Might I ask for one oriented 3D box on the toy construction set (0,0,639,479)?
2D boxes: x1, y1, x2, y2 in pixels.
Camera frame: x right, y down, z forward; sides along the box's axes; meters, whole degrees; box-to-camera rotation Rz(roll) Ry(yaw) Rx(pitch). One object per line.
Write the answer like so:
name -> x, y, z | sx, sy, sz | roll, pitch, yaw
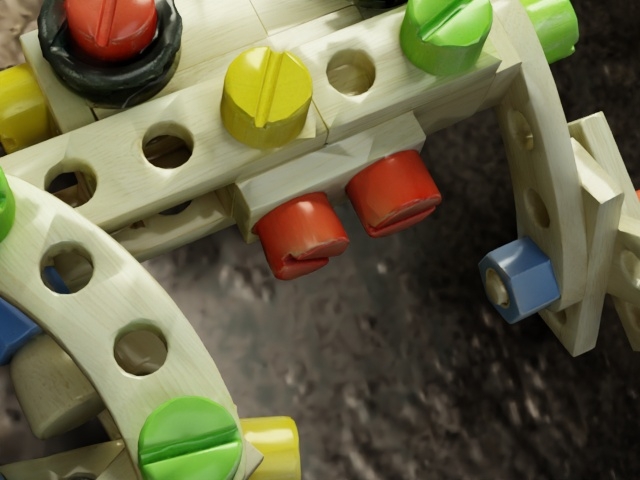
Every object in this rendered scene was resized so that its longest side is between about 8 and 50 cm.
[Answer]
toy construction set -> 0.000, 0.000, 0.422 | 0.327, 0.151, 0.215 | -19, 73, -28
